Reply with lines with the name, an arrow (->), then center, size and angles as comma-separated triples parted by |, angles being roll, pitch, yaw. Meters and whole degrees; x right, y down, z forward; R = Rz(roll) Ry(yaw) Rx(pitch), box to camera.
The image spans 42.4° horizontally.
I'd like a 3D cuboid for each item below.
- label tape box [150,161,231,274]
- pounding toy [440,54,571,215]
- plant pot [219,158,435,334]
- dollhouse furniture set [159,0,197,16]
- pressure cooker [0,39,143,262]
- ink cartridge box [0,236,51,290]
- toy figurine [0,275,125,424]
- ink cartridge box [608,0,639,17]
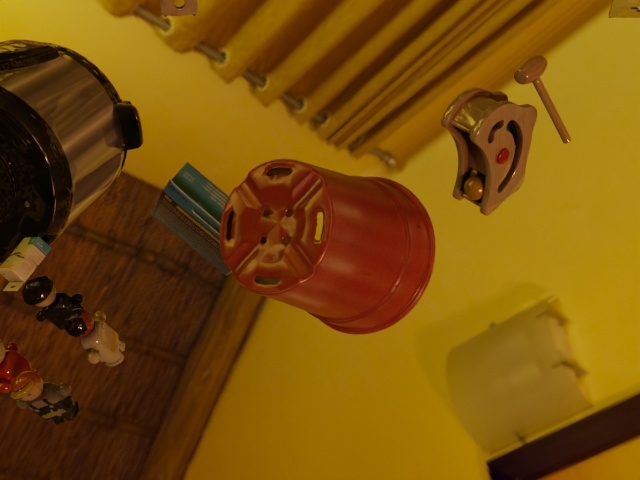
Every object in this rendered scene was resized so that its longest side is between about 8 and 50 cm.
label tape box -> -0.254, -0.055, 1.935 | 0.249, 0.348, 0.115 | 40, -110, -7
pounding toy -> 0.299, -0.158, 1.349 | 0.154, 0.269, 0.155 | -24, -137, -32
plant pot -> 0.000, 0.000, 1.287 | 0.265, 0.272, 0.272 | 19, -136, -56
dollhouse furniture set -> -0.318, -0.479, 1.460 | 0.184, 0.128, 0.129 | -6, -140, -11
pressure cooker -> -0.587, -0.193, 1.621 | 0.370, 0.375, 0.420 | 38, -153, -7
ink cartridge box -> -0.441, 0.034, 1.217 | 0.028, 0.048, 0.083 | 51, -126, -31
toy figurine -> -0.468, 0.186, 1.420 | 0.210, 0.213, 0.148 | 26, 159, 41
ink cartridge box -> 0.483, -0.208, 0.828 | 0.176, 0.371, 0.069 | -26, -58, -71
